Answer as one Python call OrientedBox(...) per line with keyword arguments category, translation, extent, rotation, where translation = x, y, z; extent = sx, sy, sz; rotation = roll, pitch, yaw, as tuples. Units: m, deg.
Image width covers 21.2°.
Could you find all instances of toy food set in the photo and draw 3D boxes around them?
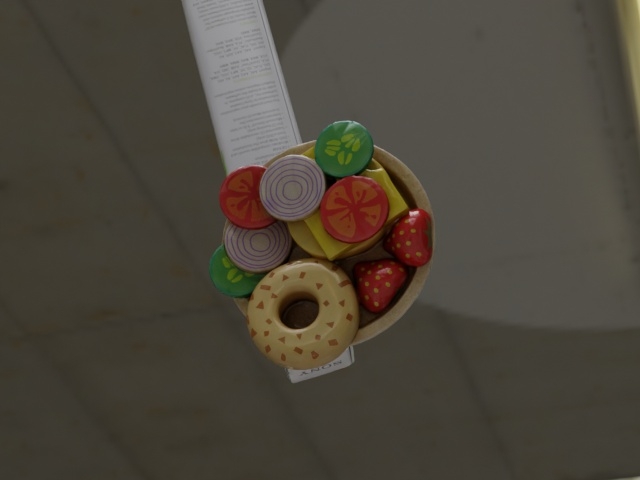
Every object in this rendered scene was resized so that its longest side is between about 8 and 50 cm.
OrientedBox(category="toy food set", translation=(0.000, 0.000, 0.621), extent=(0.083, 0.082, 0.020), rotation=(-34, -22, 4))

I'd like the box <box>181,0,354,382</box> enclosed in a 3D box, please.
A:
OrientedBox(category="box", translation=(-0.048, -0.088, 1.212), extent=(0.059, 0.322, 0.232), rotation=(-14, -26, -1))
